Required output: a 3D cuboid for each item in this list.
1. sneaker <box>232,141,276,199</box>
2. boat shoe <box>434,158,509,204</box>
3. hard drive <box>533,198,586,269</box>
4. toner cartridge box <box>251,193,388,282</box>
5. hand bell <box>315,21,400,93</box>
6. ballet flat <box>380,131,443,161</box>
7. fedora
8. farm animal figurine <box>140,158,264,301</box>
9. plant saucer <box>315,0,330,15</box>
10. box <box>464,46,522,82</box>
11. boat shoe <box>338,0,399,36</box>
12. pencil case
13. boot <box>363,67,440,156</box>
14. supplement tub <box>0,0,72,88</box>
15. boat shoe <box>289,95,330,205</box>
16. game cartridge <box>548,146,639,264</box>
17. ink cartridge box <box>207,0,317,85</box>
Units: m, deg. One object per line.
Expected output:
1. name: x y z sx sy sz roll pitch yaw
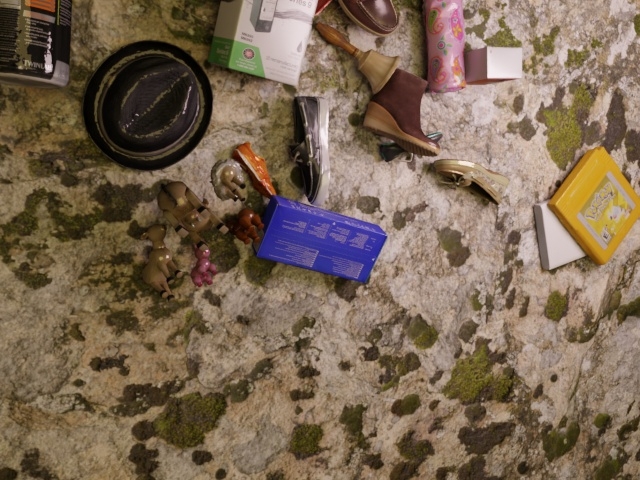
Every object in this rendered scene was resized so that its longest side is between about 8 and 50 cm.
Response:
1. sneaker: -0.164 -0.187 1.648 0.067 0.064 0.175 -43 115 -26
2. boat shoe: 0.471 -0.186 1.902 0.285 0.105 0.089 15 88 -25
3. hard drive: 0.909 -0.059 2.142 0.353 0.047 0.232 -18 104 -21
4. toner cartridge box: 0.000 0.000 1.710 0.348 0.075 0.165 16 111 -25
5. hand bell: 0.091 -0.532 1.705 0.242 0.126 0.126 34 83 -12
6. ballet flat: 0.275 -0.273 1.824 0.203 0.074 0.074 -14 102 -15
7. fedora: -0.401 -0.328 1.474 0.334 0.152 0.333 -3 99 -23
8. farm animal figurine: -0.327 -0.037 1.529 0.330 0.172 0.326 -34 150 -16
9. plant saucer: -0.023 -0.782 1.639 0.258 0.048 0.259 -48 113 -11
10. box: 0.497 -0.521 1.833 0.130 0.170 0.090 -6 99 -22
11. boat shoe: 0.104 -0.690 1.613 0.123 0.123 0.342 -45 112 -12
12. pencil case: 0.365 -0.580 1.801 0.124 0.124 0.283 -9 99 -22
13. boot: 0.265 -0.371 1.753 0.249 0.090 0.206 27 81 8
14. supplement tub: -0.642 -0.501 1.324 0.194 0.194 0.315 3 95 -24
15. boat shoe: -0.037 -0.245 1.671 0.102 0.108 0.301 -1 95 -24
16. game cartridge: 0.957 -0.121 2.102 0.324 0.053 0.285 44 79 -23
17. ink cartridge box: -0.137 -0.558 1.528 0.211 0.122 0.289 4 107 -37
